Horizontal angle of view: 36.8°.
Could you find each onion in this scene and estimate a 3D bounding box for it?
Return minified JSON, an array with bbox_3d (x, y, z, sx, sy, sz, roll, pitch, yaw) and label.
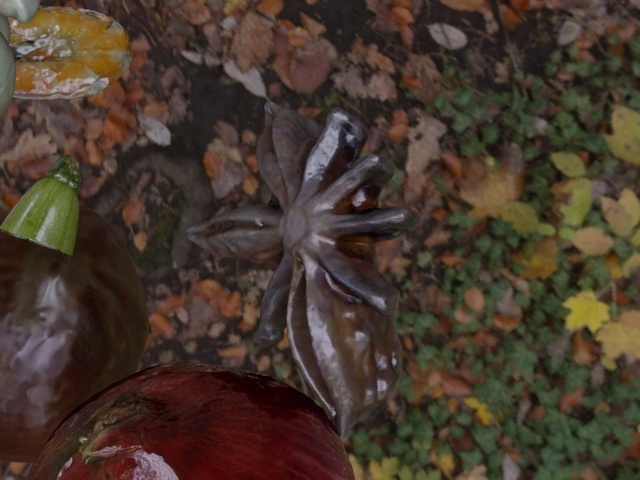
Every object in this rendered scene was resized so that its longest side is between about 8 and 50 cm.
[{"bbox_3d":[-0.090,0.170,0.636,0.248,0.248,0.161,-3,115,-16],"label":"onion"}]

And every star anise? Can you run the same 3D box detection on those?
[{"bbox_3d":[-0.002,-0.003,0.765,0.110,0.257,0.198,10,118,-43],"label":"star anise"}]

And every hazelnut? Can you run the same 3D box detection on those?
[{"bbox_3d":[-0.443,0.140,1.519,0.352,0.421,0.421,28,107,-22],"label":"hazelnut"}]

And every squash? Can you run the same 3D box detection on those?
[{"bbox_3d":[-0.355,-0.054,1.283,0.105,0.105,0.132,25,83,-28],"label":"squash"}]

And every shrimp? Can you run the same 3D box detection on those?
[{"bbox_3d":[-0.400,-0.248,1.249,0.316,0.164,0.062,10,140,6],"label":"shrimp"}]

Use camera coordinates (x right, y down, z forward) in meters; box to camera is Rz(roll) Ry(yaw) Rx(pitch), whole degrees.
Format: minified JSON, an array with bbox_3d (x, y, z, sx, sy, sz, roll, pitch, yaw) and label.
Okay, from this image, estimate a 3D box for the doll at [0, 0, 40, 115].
[{"bbox_3d":[-0.231,-0.132,0.470,0.154,0.113,0.275,-23,154,-3],"label":"doll"}]
